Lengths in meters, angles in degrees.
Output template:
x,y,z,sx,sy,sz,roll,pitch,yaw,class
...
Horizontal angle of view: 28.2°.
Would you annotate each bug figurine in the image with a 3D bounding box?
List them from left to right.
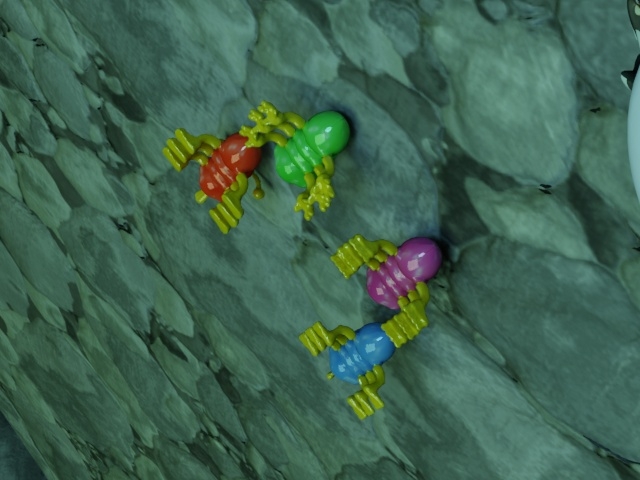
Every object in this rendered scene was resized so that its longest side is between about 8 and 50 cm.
x,y,z,sx,sy,sz,roll,pitch,yaw,class
0.000,0.000,1.013,0.279,0.072,0.216,55,147,1,bug figurine

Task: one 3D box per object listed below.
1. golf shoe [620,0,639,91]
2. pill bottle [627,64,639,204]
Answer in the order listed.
x,y,z,sx,sy,sz,roll,pitch,yaw,class
0.181,-0.117,0.583,0.094,0.077,0.198,36,149,27,golf shoe
0.220,-0.074,0.368,0.146,0.264,0.146,37,151,25,pill bottle
